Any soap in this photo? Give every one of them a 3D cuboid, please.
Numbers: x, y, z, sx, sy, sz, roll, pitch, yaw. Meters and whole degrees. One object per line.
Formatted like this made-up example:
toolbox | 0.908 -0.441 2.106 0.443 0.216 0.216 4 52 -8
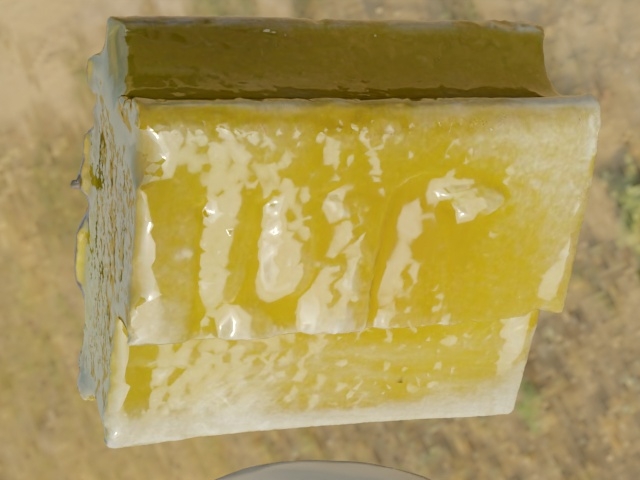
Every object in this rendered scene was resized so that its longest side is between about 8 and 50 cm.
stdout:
soap | 0.000 0.000 1.015 0.143 0.281 0.259 -122 33 -51

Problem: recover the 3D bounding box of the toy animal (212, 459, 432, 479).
toy animal | -0.041 0.187 0.487 0.258 0.357 0.194 54 -171 5
